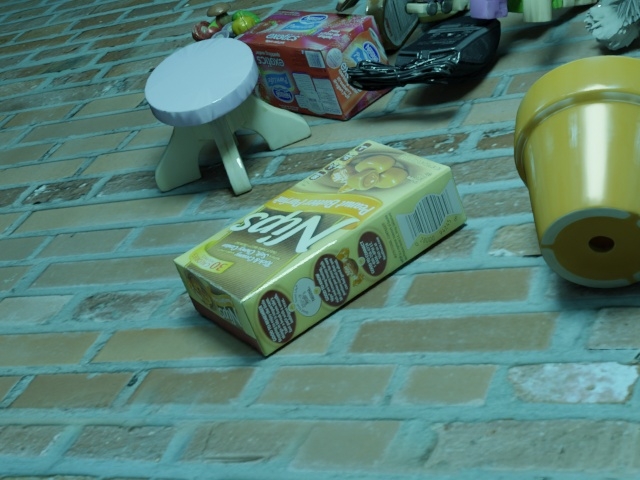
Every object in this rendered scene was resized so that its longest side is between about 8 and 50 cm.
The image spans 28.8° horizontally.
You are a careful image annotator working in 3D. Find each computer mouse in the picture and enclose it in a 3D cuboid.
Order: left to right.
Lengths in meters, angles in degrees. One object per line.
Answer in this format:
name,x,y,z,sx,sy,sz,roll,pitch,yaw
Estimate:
computer mouse,0.183,-0.274,1.907,0.189,0.072,0.272,3,27,39

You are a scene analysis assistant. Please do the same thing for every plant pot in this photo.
plant pot,0.305,-0.060,1.336,0.205,0.205,0.188,-8,45,24

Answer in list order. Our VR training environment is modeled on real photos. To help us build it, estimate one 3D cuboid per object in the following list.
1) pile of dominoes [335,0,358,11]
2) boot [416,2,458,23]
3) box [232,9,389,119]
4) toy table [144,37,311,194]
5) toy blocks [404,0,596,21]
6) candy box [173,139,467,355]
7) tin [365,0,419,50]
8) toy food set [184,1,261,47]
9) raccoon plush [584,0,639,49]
pile of dominoes,0.123,-0.449,1.995,0.251,0.040,0.196,-47,1,21
boot,0.219,-0.518,2.196,0.095,0.203,0.262,-5,26,38
box,-0.016,-0.291,2.035,0.123,0.128,0.257,-36,30,-27
toy table,-0.157,-0.190,1.919,0.252,0.160,0.274,-15,28,11
toy blocks,0.320,-0.486,1.933,0.289,0.260,0.309,-15,19,-34
candy box,0.000,0.000,1.537,0.316,0.087,0.183,-32,29,-21
tin,0.129,-0.399,2.156,0.040,0.106,0.189,-5,32,30
toy food set,-0.194,-0.425,2.472,0.128,0.071,0.218,-34,29,-24
raccoon plush,0.585,-0.480,1.855,0.446,0.299,0.216,-51,54,28
